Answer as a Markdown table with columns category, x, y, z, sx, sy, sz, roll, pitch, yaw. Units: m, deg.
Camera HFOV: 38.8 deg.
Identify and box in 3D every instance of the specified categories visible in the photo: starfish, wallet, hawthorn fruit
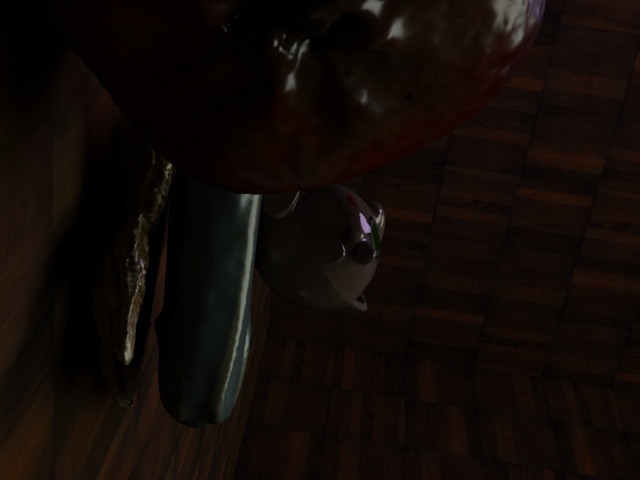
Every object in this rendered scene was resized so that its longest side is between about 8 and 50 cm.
| category | x | y | z | sx | sy | sz | roll | pitch | yaw |
| --- | --- | --- | --- | --- | --- | --- | --- | --- | --- |
| starfish | -0.128 | 0.006 | 0.649 | 0.277 | 0.062 | 0.236 | 118 | -23 | -46 |
| wallet | -0.098 | 0.028 | 0.781 | 0.360 | 0.083 | 0.252 | 169 | -76 | -79 |
| hawthorn fruit | -0.010 | -0.195 | 0.500 | 0.330 | 0.287 | 0.287 | -90 | -174 | -51 |

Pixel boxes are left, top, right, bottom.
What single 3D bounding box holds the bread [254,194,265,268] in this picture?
| category | x | y | z | sx | sy | sz | roll | pitch | yaw |
| --- | --- | --- | --- | --- | --- | --- | --- | --- | --- |
| bread | -0.055 | -0.018 | 0.883 | 0.062 | 0.049 | 0.103 | 104 | -16 | -79 |

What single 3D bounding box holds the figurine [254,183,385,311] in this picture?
| category | x | y | z | sx | sy | sz | roll | pitch | yaw |
| --- | --- | --- | --- | --- | --- | --- | --- | --- | --- |
| figurine | 0.000 | 0.000 | 0.800 | 0.138 | 0.125 | 0.125 | 41 | 56 | -67 |
